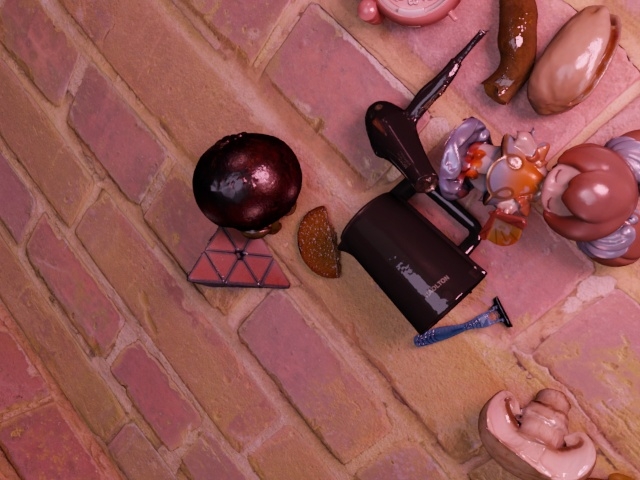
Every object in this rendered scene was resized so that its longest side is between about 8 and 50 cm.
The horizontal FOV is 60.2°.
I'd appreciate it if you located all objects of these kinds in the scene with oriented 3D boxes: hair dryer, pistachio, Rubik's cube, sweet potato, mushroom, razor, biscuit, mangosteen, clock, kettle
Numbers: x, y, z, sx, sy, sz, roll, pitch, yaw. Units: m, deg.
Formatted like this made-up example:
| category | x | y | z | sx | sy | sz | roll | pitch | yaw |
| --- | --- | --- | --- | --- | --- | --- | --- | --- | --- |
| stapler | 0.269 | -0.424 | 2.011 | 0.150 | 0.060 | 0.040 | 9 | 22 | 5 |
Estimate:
| category | x | y | z | sx | sy | sz | roll | pitch | yaw |
| --- | --- | --- | --- | --- | --- | --- | --- | --- | --- |
| hair dryer | 0.251 | -0.302 | 1.208 | 0.359 | 0.120 | 0.303 | -50 | 38 | 23 |
| pistachio | 0.495 | -0.349 | 1.089 | 0.223 | 0.126 | 0.152 | -58 | 35 | 28 |
| Rubik's cube | -0.264 | 0.067 | 1.646 | 0.229 | 0.228 | 0.233 | -32 | 127 | -3 |
| sweet potato | 0.395 | -0.429 | 1.152 | 0.112 | 0.085 | 0.285 | 8 | 106 | 40 |
| mushroom | 0.488 | 0.453 | 1.273 | 0.254 | 0.195 | 0.189 | 30 | 149 | 17 |
| razor | 0.341 | 0.217 | 1.371 | 0.253 | 0.042 | 0.081 | -26 | 89 | 34 |
| biscuit | -0.008 | 0.008 | 1.544 | 0.126 | 0.025 | 0.206 | -7 | 97 | 32 |
| mangosteen | -0.193 | -0.142 | 1.471 | 0.297 | 0.297 | 0.293 | 5 | 102 | 31 |
| clock | 0.219 | -0.583 | 1.204 | 0.241 | 0.142 | 0.227 | 8 | 107 | 20 |
| kettle | 0.226 | 0.026 | 1.304 | 0.308 | 0.203 | 0.262 | 48 | 123 | 17 |

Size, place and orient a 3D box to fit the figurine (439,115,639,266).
| category | x | y | z | sx | sy | sz | roll | pitch | yaw |
| --- | --- | --- | --- | --- | --- | --- | --- | --- | --- |
| figurine | 0.467 | -0.109 | 1.118 | 0.388 | 0.248 | 0.276 | 23 | 116 | 36 |

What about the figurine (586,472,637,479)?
| category | x | y | z | sx | sy | sz | roll | pitch | yaw |
| --- | --- | --- | --- | --- | --- | --- | --- | --- | --- |
| figurine | 0.634 | 0.644 | 1.230 | 0.215 | 0.215 | 0.228 | -19 | 77 | 34 |
